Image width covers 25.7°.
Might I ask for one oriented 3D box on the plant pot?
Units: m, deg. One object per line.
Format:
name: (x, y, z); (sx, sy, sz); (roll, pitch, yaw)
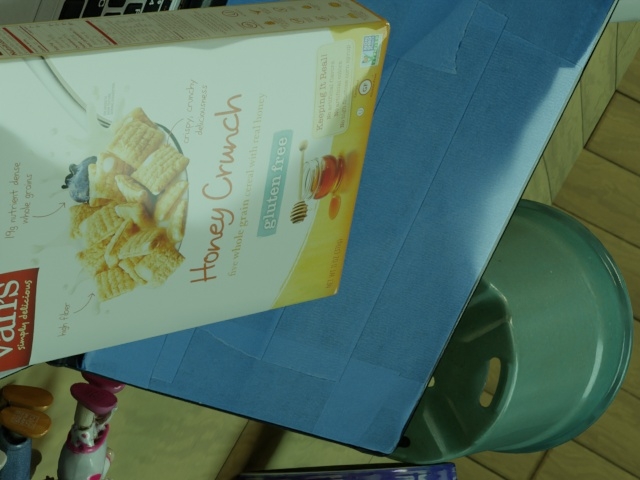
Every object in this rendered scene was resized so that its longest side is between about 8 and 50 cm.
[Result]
plant pot: (0.174, 0.119, 1.713); (0.334, 0.341, 0.341); (-5, 123, -64)

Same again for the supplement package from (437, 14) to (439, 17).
supplement package: (0.069, -0.189, 1.075); (0.262, 0.145, 0.204); (-49, 161, -38)

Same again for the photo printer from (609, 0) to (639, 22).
photo printer: (0.317, -0.298, 1.209); (0.307, 0.107, 0.256); (-7, 151, -19)

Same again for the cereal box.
cereal box: (-0.083, -0.031, 0.719); (0.240, 0.047, 0.173); (-13, 127, -35)

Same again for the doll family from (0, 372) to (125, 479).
doll family: (-0.217, 0.191, 0.936); (0.263, 0.118, 0.163); (-73, 179, -67)

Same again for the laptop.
laptop: (-0.043, -0.030, 0.805); (0.382, 0.236, 0.408); (-66, 165, 17)

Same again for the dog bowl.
dog bowl: (0.033, 0.320, 1.660); (0.265, 0.265, 0.104); (29, 58, -76)
